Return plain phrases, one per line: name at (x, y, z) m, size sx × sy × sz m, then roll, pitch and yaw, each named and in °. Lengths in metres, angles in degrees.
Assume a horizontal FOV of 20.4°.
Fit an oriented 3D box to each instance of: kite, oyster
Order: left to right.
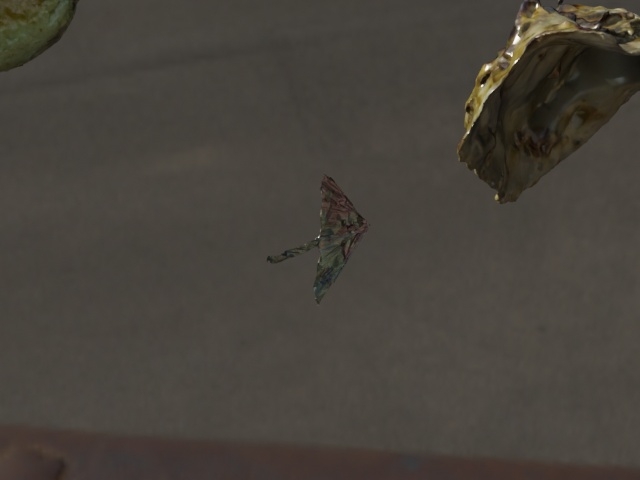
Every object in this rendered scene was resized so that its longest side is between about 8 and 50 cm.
kite at (0.000, 0.000, 1.778) m, size 0.011 × 0.139 × 0.157 m, roll 16°, pitch 25°, yaw 38°
oyster at (0.198, -0.124, 1.484) m, size 0.111 × 0.204 × 0.396 m, roll 52°, pitch 19°, yaw 11°

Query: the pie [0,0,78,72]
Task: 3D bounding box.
pie at (-0.337, -0.302, 1.535) m, size 0.323 × 0.323 × 0.070 m, roll -23°, pitch 8°, yaw -24°
